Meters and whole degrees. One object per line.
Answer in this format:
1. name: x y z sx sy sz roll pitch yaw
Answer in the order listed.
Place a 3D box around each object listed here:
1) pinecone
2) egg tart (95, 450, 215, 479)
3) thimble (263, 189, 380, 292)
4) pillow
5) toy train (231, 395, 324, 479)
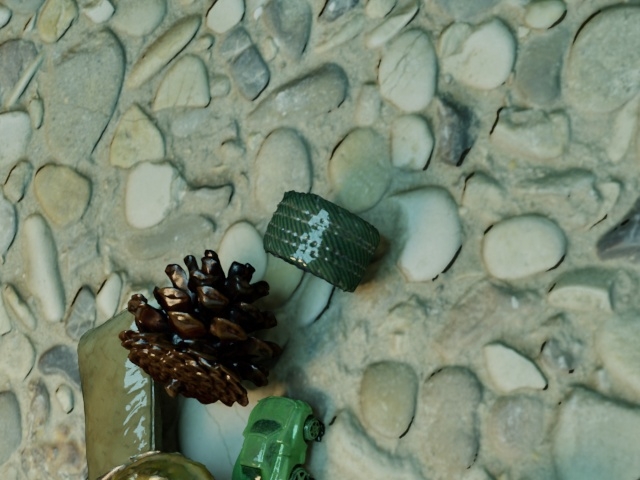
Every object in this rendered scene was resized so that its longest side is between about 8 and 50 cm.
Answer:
1. pinecone: -0.142 0.106 1.599 0.207 0.207 0.208 -11 69 32
2. egg tart: -0.216 0.361 1.530 0.252 0.098 0.232 8 80 36
3. thimble: 0.002 0.001 1.573 0.135 0.118 0.090 21 84 53
4. pillow: -0.265 0.243 1.699 0.185 0.074 0.303 -29 61 48
5. toy train: -0.062 0.262 1.559 0.099 0.081 0.149 4 79 37
